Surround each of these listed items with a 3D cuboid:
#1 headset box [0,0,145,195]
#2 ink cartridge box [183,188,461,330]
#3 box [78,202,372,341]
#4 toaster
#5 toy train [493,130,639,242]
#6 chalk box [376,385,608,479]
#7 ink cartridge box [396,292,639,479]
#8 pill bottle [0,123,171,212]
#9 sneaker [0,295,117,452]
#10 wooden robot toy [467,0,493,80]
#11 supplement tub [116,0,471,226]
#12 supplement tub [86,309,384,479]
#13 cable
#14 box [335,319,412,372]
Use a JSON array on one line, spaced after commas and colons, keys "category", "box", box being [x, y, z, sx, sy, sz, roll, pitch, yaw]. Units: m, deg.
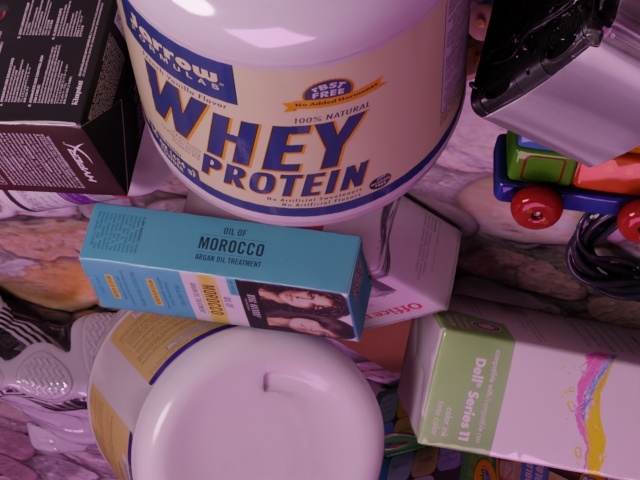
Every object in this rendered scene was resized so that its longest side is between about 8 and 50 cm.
[{"category": "headset box", "box": [-0.270, -0.156, 1.401, 0.293, 0.218, 0.110, 3, 154, 15]}, {"category": "ink cartridge box", "box": [0.000, 0.000, 1.767, 0.218, 0.092, 0.158, 28, 150, -35]}, {"category": "box", "box": [-0.082, 0.029, 1.683, 0.244, 0.060, 0.100, 7, 153, 12]}, {"category": "toaster", "box": [0.190, -0.151, 1.265, 0.110, 0.185, 0.168, 25, 151, -18]}, {"category": "toy train", "box": [0.270, -0.079, 1.505, 0.248, 0.105, 0.143, 7, 138, -3]}, {"category": "chalk box", "box": [0.162, 0.257, 2.134, 0.289, 0.179, 0.180, 29, 148, -31]}, {"category": "ink cartridge box", "box": [0.265, 0.150, 1.833, 0.353, 0.119, 0.207, 11, -171, -5]}, {"category": "pill bottle", "box": [-0.231, -0.082, 1.668, 0.193, 0.108, 0.108, -7, 149, 34]}, {"category": "sneaker", "box": [-0.354, 0.152, 2.171, 0.366, 0.137, 0.210, 11, 152, -7]}, {"category": "wooden robot toy", "box": [0.110, -0.151, 1.464, 0.173, 0.076, 0.079, -5, -174, 30]}, {"category": "supplement tub", "box": [-0.017, -0.175, 1.236, 0.235, 0.235, 0.325, 8, 155, 6]}, {"category": "supplement tub", "box": [-0.097, 0.170, 1.869, 0.241, 0.241, 0.331, 21, -177, -20]}, {"category": "cable", "box": [0.312, 0.016, 1.724, 0.184, 0.047, 0.150, 25, 151, -27]}, {"category": "box", "box": [0.071, 0.083, 1.992, 0.164, 0.021, 0.201, -14, 145, 43]}]
